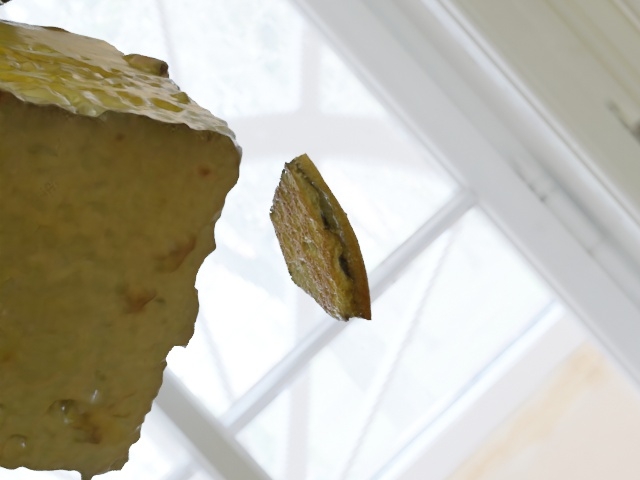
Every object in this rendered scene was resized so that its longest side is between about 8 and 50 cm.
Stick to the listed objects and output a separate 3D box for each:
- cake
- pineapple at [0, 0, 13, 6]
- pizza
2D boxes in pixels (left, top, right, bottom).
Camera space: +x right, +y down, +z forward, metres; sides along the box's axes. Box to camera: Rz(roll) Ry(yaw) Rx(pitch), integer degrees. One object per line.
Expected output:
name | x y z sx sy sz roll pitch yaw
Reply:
cake | -0.221 -0.027 0.872 0.286 0.227 0.222 40 113 51
pineapple | -0.304 -0.188 0.952 0.248 0.128 0.128 -12 10 11
pizza | 0.000 0.000 1.296 0.036 0.160 0.099 -26 12 -29
